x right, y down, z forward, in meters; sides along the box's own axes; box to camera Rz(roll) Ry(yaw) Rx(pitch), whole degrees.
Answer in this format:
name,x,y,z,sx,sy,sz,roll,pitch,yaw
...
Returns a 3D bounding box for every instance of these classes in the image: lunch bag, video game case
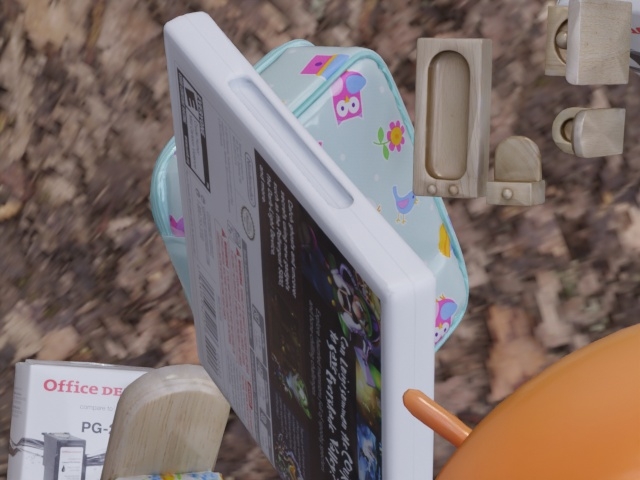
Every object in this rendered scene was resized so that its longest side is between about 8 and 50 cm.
name,x,y,z,sx,sy,sz,roll,pitch,yaw
lunch bag,0.000,0.000,1.489,0.224,0.108,0.279,-48,131,-34
video game case,-0.008,0.033,0.753,0.022,0.190,0.173,-21,47,-20

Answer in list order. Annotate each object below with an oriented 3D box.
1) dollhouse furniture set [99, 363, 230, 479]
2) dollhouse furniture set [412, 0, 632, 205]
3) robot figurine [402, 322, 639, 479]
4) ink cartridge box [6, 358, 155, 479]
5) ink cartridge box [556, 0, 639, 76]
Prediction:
name,x,y,z,sx,sy,sz,roll,pitch,yaw
dollhouse furniture set,-0.052,0.206,0.996,0.394,0.256,0.362,-2,44,-20
dollhouse furniture set,0.122,-0.095,1.345,0.151,0.123,0.144,4,96,23
robot figurine,0.090,0.102,0.338,0.128,0.158,0.219,8,48,-38
ink cartridge box,-0.177,0.168,1.474,0.109,0.063,0.151,5,87,-16
ink cartridge box,0.353,-0.165,1.568,0.273,0.197,0.114,33,78,-38
